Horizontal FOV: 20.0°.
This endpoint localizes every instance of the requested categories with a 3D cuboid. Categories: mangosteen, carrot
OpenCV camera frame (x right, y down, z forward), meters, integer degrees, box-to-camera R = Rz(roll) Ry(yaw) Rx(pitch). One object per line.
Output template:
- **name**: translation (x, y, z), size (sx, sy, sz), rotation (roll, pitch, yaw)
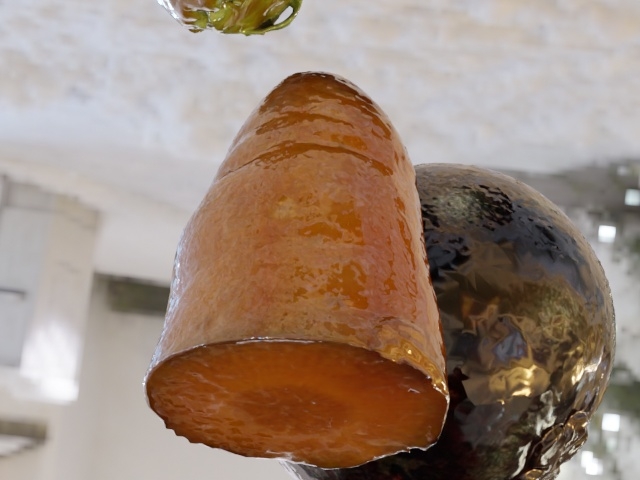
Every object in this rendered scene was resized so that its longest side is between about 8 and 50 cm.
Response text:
- **mangosteen**: translation (0.066, 0.067, 1.290), size (0.288, 0.288, 0.288), rotation (7, 174, 1)
- **carrot**: translation (0.000, 0.000, 0.978), size (0.159, 0.225, 0.159), rotation (6, 146, 4)

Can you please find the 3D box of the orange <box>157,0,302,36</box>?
- **orange**: translation (-0.022, -0.237, 1.127), size (0.237, 0.158, 0.179), rotation (-33, 153, -21)
